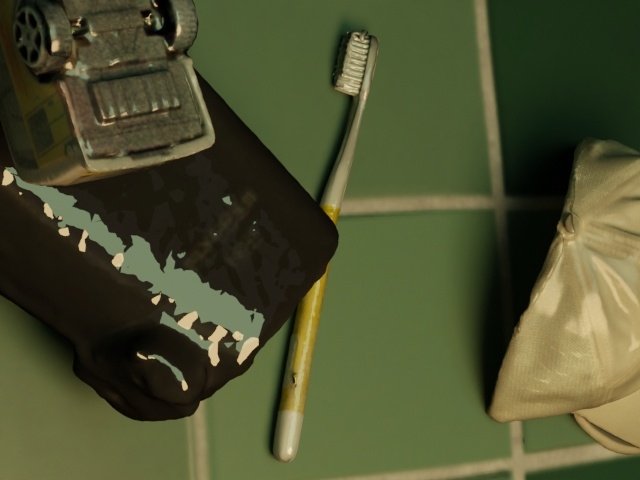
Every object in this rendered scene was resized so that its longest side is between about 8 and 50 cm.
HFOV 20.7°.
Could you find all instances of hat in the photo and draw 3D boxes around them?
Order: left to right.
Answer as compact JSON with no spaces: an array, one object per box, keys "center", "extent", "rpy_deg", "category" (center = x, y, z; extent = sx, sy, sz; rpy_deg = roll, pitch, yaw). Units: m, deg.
[{"center":[0.238,0.050,1.219],"extent":[0.226,0.164,0.219],"rpy_deg":[22,75,-9],"category":"hat"}]

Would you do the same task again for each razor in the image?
[{"center":[-0.144,-0.055,0.978],"extent":[0.327,0.107,0.189],"rpy_deg":[46,62,-17],"category":"razor"}]

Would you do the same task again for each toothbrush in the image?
[{"center":[0.000,0.000,1.128],"extent":[0.024,0.021,0.288],"rpy_deg":[16,77,-21],"category":"toothbrush"}]

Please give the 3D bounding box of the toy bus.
[{"center":[-0.139,-0.156,0.874],"extent":[0.092,0.106,0.268],"rpy_deg":[-15,85,-36],"category":"toy bus"}]
